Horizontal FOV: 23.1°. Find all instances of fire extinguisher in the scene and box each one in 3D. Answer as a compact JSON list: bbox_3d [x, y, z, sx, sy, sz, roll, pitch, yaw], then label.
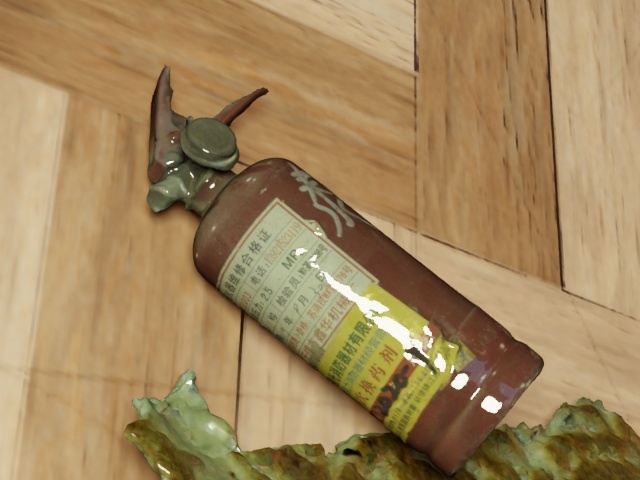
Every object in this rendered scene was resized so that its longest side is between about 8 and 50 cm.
[{"bbox_3d":[-0.005,0.007,0.784,0.252,0.075,0.106,38,24,9],"label":"fire extinguisher"}]

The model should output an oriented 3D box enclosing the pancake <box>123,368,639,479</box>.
[{"bbox_3d":[0.087,0.193,0.736,0.426,0.067,0.305,7,41,-35],"label":"pancake"}]
